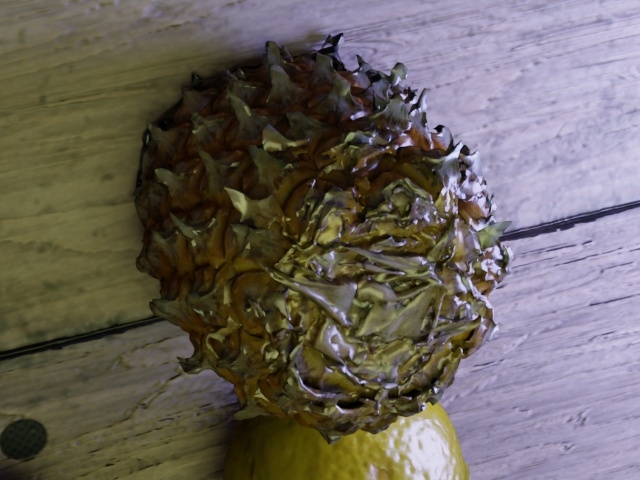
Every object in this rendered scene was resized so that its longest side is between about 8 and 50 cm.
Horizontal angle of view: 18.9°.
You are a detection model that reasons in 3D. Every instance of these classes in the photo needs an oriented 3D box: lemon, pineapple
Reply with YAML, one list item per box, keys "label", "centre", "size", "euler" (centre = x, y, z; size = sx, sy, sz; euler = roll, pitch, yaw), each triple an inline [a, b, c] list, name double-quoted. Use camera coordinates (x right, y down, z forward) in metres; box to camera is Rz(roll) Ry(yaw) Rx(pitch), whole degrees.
- label: "lemon"
  centre: [0.029, 0.234, 1.918]
  size: [0.253, 0.228, 0.228]
  euler: [-17, 120, -18]
- label: "pineapple"
  centre: [0.003, 0.001, 1.756]
  size: [0.352, 0.300, 0.352]
  euler: [-9, 115, -21]
